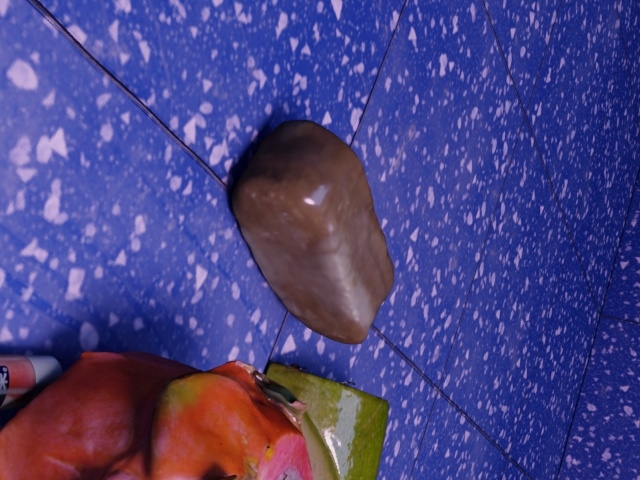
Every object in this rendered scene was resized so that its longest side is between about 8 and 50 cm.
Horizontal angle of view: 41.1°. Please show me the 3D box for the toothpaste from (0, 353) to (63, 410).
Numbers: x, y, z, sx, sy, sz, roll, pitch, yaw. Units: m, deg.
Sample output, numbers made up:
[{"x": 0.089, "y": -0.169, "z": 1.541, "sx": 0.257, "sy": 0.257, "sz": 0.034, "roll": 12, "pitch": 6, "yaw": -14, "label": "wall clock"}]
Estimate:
[{"x": -0.246, "y": 0.088, "z": 0.509, "sx": 0.205, "sy": 0.036, "sz": 0.056, "roll": 9, "pitch": 96, "yaw": -57, "label": "toothpaste"}]

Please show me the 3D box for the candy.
[{"x": 0.000, "y": 0.000, "z": 0.833, "sx": 0.104, "sy": 0.102, "sz": 0.234, "roll": -59, "pitch": 147, "yaw": -32, "label": "candy"}]

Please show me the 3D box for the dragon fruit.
[{"x": -0.102, "y": 0.215, "z": 0.603, "sx": 0.290, "sy": 0.189, "sz": 0.290, "roll": 11, "pitch": 90, "yaw": -74, "label": "dragon fruit"}]

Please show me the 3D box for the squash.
[{"x": -0.008, "y": 0.293, "z": 0.912, "sx": 0.203, "sy": 0.111, "sz": 0.288, "roll": 34, "pitch": 71, "yaw": -56, "label": "squash"}]
